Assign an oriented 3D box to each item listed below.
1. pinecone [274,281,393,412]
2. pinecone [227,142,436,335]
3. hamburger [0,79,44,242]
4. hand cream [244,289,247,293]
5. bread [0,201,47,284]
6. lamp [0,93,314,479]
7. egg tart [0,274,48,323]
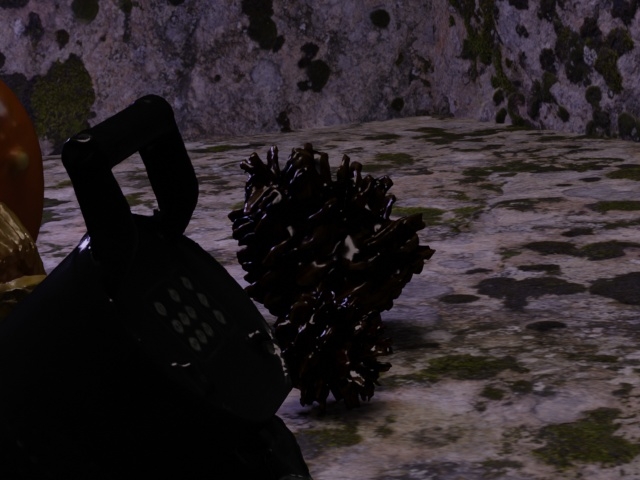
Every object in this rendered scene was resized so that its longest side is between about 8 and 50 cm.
[{"bbox_3d":[0.013,0.116,1.671,0.121,0.140,0.140,30,21,15],"label":"pinecone"},{"bbox_3d":[0.005,0.004,1.954,0.243,0.257,0.243,-30,29,19],"label":"pinecone"},{"bbox_3d":[-0.548,-0.069,2.150,0.277,0.395,0.396,4,12,36],"label":"hamburger"},{"bbox_3d":[-0.205,0.113,1.900,0.248,0.075,0.052,-7,16,-6],"label":"hand cream"},{"bbox_3d":[-0.401,0.063,1.792,0.139,0.240,0.240,19,19,24],"label":"bread"},{"bbox_3d":[-0.175,0.116,1.240,0.272,0.374,0.205,-23,10,17],"label":"lamp"},{"bbox_3d":[-0.334,0.133,1.583,0.297,0.132,0.297,-22,-21,-9],"label":"egg tart"}]
